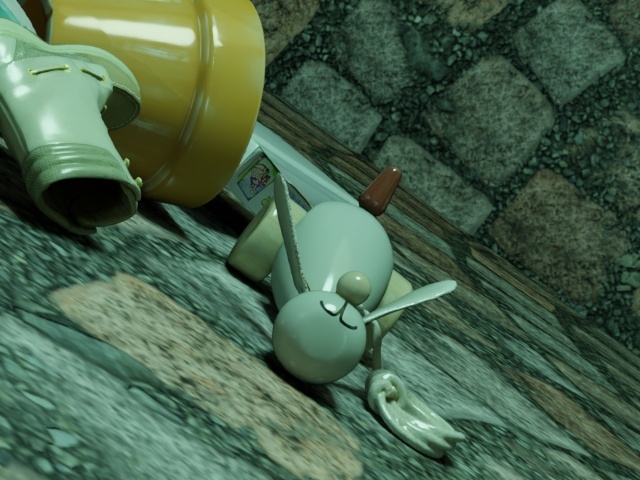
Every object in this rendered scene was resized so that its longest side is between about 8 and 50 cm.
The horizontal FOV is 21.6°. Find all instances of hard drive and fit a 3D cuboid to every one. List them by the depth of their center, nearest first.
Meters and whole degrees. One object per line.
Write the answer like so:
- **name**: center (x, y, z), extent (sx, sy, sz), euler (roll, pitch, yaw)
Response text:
- **hard drive**: center (-0.114, -0.141, 2.179), extent (0.233, 0.047, 0.353), euler (41, 6, 41)

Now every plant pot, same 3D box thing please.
- **plant pot**: center (-0.181, -0.145, 1.503), extent (0.188, 0.205, 0.205), euler (11, 19, -31)

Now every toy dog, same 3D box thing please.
- **toy dog**: center (0.029, 0.020, 1.415), extent (0.220, 0.161, 0.333), euler (31, 8, -27)

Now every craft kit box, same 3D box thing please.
- **craft kit box**: center (-0.114, -0.109, 1.755), extent (0.250, 0.061, 0.246), euler (45, -4, 28)

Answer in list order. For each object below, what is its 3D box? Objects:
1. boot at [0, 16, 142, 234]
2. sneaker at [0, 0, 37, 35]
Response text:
- **boot**: center (-0.184, -0.079, 1.304), extent (0.165, 0.077, 0.213), euler (56, 18, 23)
- **sneaker**: center (-0.366, -0.206, 1.410), extent (0.302, 0.108, 0.121), euler (41, 26, 15)
